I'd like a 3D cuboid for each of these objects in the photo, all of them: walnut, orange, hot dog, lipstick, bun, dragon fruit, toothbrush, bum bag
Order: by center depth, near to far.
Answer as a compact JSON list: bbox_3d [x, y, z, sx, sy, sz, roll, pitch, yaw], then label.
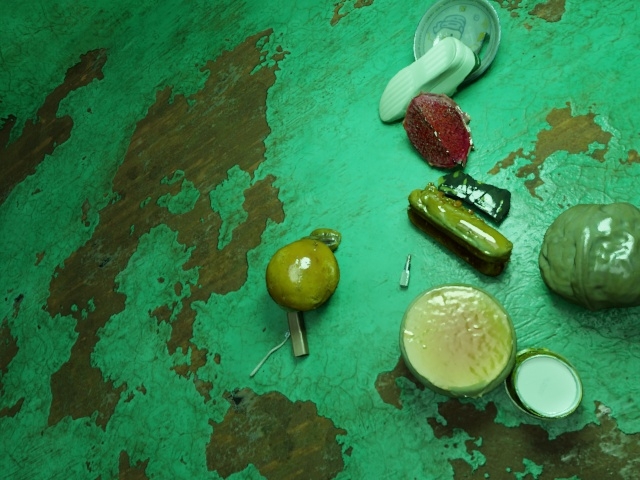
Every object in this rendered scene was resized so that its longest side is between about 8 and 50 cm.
[{"bbox_3d":[0.677,0.040,0.990,0.273,0.227,0.274,-4,78,21],"label":"walnut"},{"bbox_3d":[0.362,0.269,1.088,0.298,0.165,0.299,-6,68,16],"label":"bun"},{"bbox_3d":[0.402,-0.040,1.179,0.117,0.158,0.348,-41,58,-14],"label":"hot dog"},{"bbox_3d":[0.462,-0.143,1.232,0.232,0.060,0.107,34,80,26],"label":"bum bag"},{"bbox_3d":[0.268,0.092,1.263,0.025,0.025,0.107,7,70,25],"label":"lipstick"},{"bbox_3d":[-0.056,0.111,1.279,0.239,0.240,0.240,-7,71,21],"label":"orange"},{"bbox_3d":[0.385,-0.349,1.300,0.161,0.126,0.274,-37,93,-21],"label":"dragon fruit"},{"bbox_3d":[-0.074,0.304,1.331,0.045,0.045,0.146,-18,67,15],"label":"lipstick"},{"bbox_3d":[-0.166,0.381,1.362,0.022,0.017,0.204,42,92,17],"label":"toothbrush"},{"bbox_3d":[0.001,-0.002,1.386,0.140,0.060,0.090,5,72,28],"label":"hot dog"}]

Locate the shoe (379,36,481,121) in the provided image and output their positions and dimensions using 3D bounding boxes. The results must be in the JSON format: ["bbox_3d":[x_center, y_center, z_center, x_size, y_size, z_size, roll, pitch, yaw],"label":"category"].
[{"bbox_3d":[0.352,-0.504,1.331,0.363,0.160,0.132,-30,65,53],"label":"shoe"}]

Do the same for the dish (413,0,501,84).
[{"bbox_3d":[0.460,-0.657,1.353,0.273,0.133,0.274,11,112,28],"label":"dish"}]

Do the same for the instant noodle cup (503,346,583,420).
[{"bbox_3d":[0.547,0.351,0.994,0.182,0.144,0.182,-7,71,22],"label":"instant noodle cup"}]
